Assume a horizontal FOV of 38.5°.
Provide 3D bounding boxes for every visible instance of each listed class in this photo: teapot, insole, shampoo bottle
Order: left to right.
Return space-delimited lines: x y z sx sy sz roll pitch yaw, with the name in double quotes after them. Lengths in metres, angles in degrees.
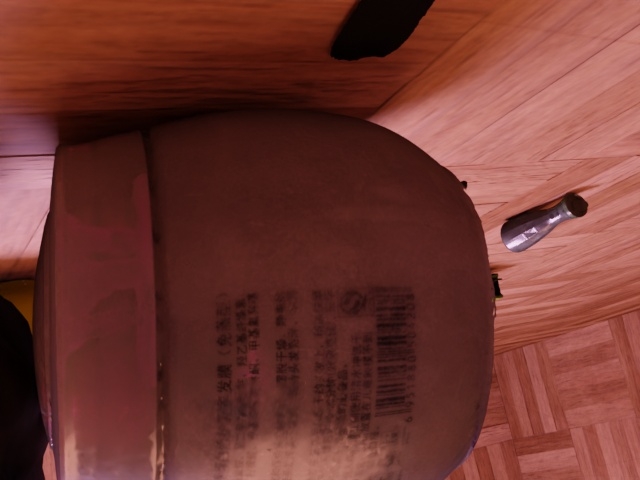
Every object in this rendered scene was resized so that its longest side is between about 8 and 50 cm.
-0.046 0.052 0.590 0.266 0.273 0.273 1 164 -14 "shampoo bottle"
0.045 -0.136 0.471 0.064 0.004 0.188 -9 167 -16 "insole"
0.268 -0.024 1.098 0.042 0.043 0.110 -3 160 -37 "teapot"

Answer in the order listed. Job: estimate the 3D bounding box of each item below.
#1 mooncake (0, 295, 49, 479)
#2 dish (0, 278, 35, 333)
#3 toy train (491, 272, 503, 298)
-0.367 0.173 0.601 0.381 0.351 0.212 11 177 1 "mooncake"
-0.303 0.087 0.923 0.148 0.080 0.208 -18 165 4 "dish"
0.201 0.075 1.419 0.085 0.053 0.249 -15 168 35 "toy train"
